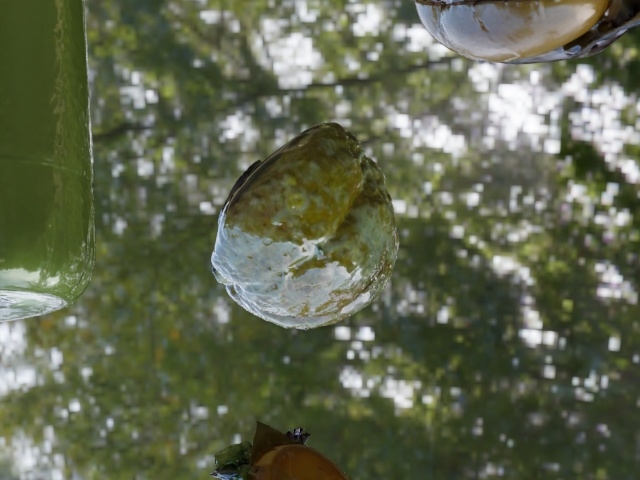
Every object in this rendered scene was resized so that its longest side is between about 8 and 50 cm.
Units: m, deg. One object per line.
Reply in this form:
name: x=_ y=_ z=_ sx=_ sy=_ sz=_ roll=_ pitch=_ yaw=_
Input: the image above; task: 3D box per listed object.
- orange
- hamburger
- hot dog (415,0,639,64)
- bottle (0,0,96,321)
orange: x=0.000 y=0.000 z=2.162 sx=0.210 sy=0.368 sz=0.271 roll=34 pitch=-104 yaw=19
hamburger: x=-0.034 y=0.261 z=1.421 sx=0.093 sy=0.189 sz=0.164 roll=-34 pitch=-163 yaw=34
hot dog: x=0.181 y=-0.254 z=1.364 sx=0.107 sy=0.194 sz=0.326 roll=4 pitch=165 yaw=-40
bottle: x=-0.157 y=-0.098 z=0.664 sx=0.112 sy=0.260 sz=0.112 roll=-4 pitch=168 yaw=-1
